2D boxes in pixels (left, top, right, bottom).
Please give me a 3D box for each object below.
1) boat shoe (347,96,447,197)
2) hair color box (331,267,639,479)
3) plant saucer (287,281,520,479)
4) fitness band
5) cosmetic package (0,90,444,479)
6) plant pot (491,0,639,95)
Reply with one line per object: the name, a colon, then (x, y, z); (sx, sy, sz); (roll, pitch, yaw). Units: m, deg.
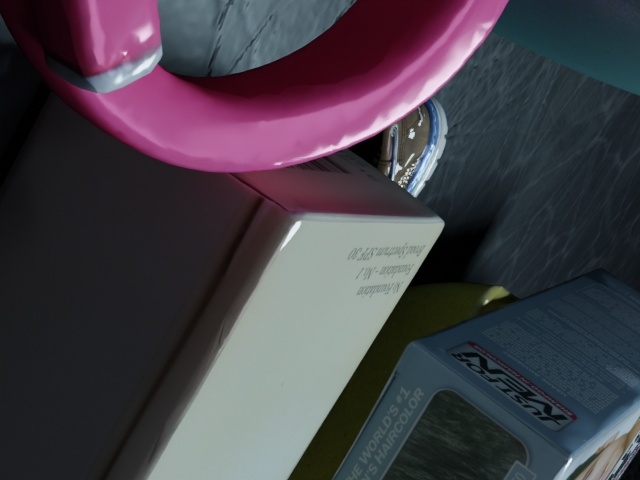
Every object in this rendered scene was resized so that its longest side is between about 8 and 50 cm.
boat shoe: (0.000, 0.000, 0.674); (0.066, 0.066, 0.183); (5, 109, -61)
hair color box: (0.134, 0.141, 0.879); (0.374, 0.113, 0.185); (-10, 133, -61)
plant saucer: (0.042, 0.168, 0.995); (0.333, 0.081, 0.332); (-55, 159, 3)
fitness band: (-0.002, -0.149, 0.350); (0.209, 0.054, 0.291); (-29, 136, -33)
cosmetic package: (-0.093, 0.091, 0.534); (0.309, 0.113, 0.160); (-61, 159, 14)
plant pot: (0.182, -0.181, 0.528); (0.293, 0.235, 0.293); (-44, 157, -24)
